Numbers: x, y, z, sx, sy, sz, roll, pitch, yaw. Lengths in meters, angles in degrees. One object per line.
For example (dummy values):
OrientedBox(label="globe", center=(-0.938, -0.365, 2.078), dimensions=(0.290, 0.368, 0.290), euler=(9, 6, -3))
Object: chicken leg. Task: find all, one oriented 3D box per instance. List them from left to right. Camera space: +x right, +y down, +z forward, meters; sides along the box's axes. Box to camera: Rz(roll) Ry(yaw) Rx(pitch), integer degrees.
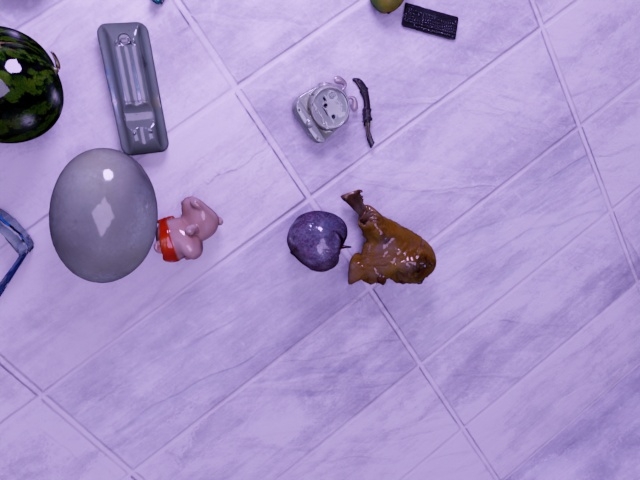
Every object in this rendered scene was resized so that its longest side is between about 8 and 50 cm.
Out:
OrientedBox(label="chicken leg", center=(0.178, 0.021, 1.582), dimensions=(0.295, 0.182, 0.409), euler=(-37, 109, 11))

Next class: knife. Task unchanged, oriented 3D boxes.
OrientedBox(label="knife", center=(0.145, -0.404, 1.519), dimensions=(0.046, 0.021, 0.222), euler=(-19, 105, -14))

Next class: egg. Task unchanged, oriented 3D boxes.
OrientedBox(label="egg", center=(-0.558, -0.062, 1.250), dimensions=(0.259, 0.258, 0.352), euler=(-2, 104, -18))

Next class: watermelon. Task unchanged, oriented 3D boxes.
OrientedBox(label="watermelon", center=(-0.730, -0.351, 1.111), dimensions=(0.269, 0.269, 0.268), euler=(-5, 106, -17))

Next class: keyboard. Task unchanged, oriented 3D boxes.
OrientedBox(label="keyboard", center=(0.348, -0.689, 1.515), dimensions=(0.197, 0.015, 0.074), euler=(5, 102, -20))

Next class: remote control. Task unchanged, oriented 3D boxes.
OrientedBox(label="remote control", center=(-0.495, -0.399, 1.283), dimensions=(0.128, 0.065, 0.335), euler=(-12, 108, -18))

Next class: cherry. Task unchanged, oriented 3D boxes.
OrientedBox(label="cherry", center=(-0.009, -0.005, 1.495), dimensions=(0.195, 0.195, 0.195), euler=(-5, 106, -17))

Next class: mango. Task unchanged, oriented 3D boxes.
OrientedBox(label="mango", center=(0.210, -0.765, 1.410), dimensions=(0.122, 0.085, 0.191), euler=(19, 99, -19))

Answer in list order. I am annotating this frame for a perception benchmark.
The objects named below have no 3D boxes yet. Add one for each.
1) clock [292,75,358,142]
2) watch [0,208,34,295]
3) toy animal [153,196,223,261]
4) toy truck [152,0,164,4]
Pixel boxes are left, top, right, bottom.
OrientedBox(label="clock", center=(0.021, -0.401, 1.457), dimensions=(0.191, 0.062, 0.151), euler=(-39, 113, -6))
OrientedBox(label="watch", center=(-0.893, 0.074, 1.275), dimensions=(0.275, 0.068, 0.276), euler=(-30, 112, -9))
OrientedBox(label="toy animal", center=(-0.384, -0.023, 1.373), dimensions=(0.171, 0.171, 0.197), euler=(43, 86, -23))
OrientedBox(label="toy truck", center=(-0.414, -0.656, 1.253), dimensions=(0.039, 0.044, 0.083), euler=(32, 93, -26))
